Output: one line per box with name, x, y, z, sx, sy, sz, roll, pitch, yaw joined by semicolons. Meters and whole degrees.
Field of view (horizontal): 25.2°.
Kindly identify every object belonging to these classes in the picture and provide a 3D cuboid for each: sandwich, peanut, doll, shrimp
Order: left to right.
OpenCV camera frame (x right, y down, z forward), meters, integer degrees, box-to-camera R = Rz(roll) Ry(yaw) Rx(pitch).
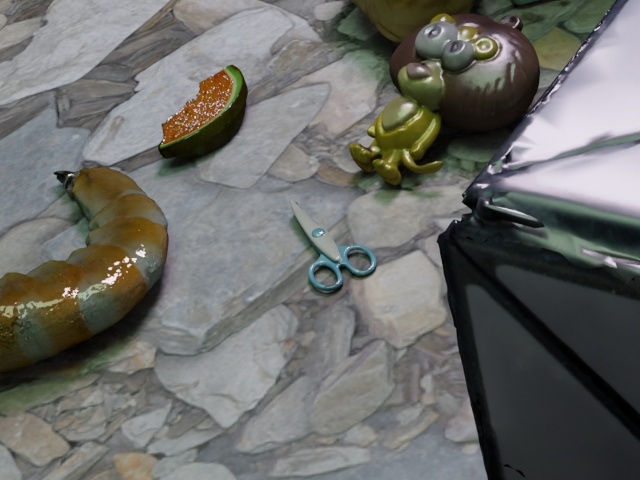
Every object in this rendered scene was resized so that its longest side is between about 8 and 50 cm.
shrimp;-0.219;0.015;1.222;0.185;0.068;0.287;4;41;22
sandwich;-0.107;-0.120;1.372;0.067;0.029;0.135;4;44;32
peanut;0.082;-0.315;1.452;0.148;0.147;0.318;-10;41;9
doll;0.114;-0.129;1.256;0.145;0.096;0.188;5;53;36

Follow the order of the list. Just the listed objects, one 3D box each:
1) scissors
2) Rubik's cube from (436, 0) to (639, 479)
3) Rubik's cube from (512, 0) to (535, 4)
scissors;0.000;0.000;1.200;0.058;0.014;0.119;-26;43;-12
Rubik's cube;0.276;0.033;0.827;0.310;0.305;0.307;13;47;33
Rubik's cube;0.285;-0.473;1.427;0.322;0.315;0.318;-15;39;4
